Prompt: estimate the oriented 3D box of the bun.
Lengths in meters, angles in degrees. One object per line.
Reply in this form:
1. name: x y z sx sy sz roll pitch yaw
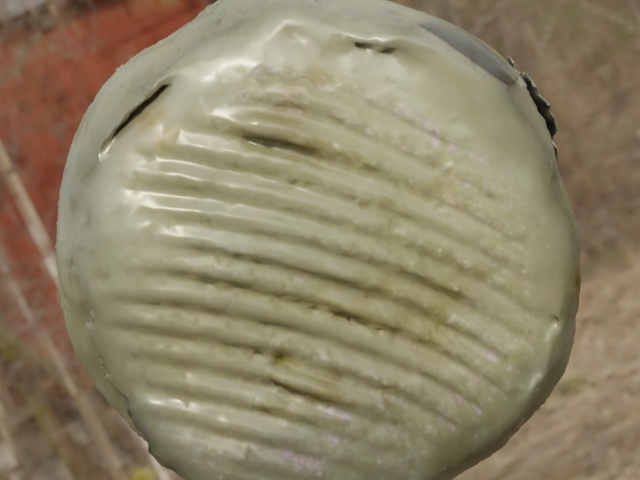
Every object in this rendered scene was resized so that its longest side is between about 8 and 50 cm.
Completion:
1. bun: 0.000 0.000 0.864 0.239 0.239 0.141 -26 12 -5
